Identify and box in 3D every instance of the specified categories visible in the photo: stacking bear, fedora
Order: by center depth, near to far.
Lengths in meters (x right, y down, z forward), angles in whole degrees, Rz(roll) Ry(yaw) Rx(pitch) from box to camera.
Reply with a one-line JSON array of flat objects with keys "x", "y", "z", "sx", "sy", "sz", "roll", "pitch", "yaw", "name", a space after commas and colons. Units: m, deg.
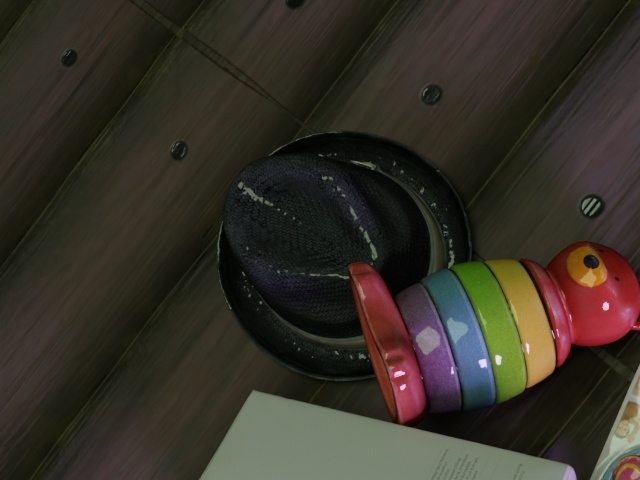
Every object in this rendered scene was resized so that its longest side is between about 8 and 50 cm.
[{"x": 0.195, "y": 0.084, "z": 1.346, "sx": 0.289, "sy": 0.164, "sz": 0.175, "roll": -17, "pitch": 49, "yaw": -3, "name": "stacking bear"}, {"x": 0.000, "y": 0.000, "z": 1.484, "sx": 0.334, "sy": 0.152, "sz": 0.334, "roll": -8, "pitch": 72, "yaw": 24, "name": "fedora"}]

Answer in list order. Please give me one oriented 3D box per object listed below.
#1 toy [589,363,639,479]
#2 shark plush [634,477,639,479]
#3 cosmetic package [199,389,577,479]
[{"x": 0.341, "y": 0.245, "z": 1.303, "sx": 0.137, "sy": 0.056, "sz": 0.237, "roll": 23, "pitch": 85, "yaw": 30, "name": "toy"}, {"x": 0.360, "y": 0.243, "z": 1.252, "sx": 0.161, "sy": 0.073, "sz": 0.067, "roll": -35, "pitch": 90, "yaw": -8, "name": "shark plush"}, {"x": 0.076, "y": 0.296, "z": 1.302, "sx": 0.365, "sy": 0.197, "sz": 0.155, "roll": 11, "pitch": 54, "yaw": 30, "name": "cosmetic package"}]
